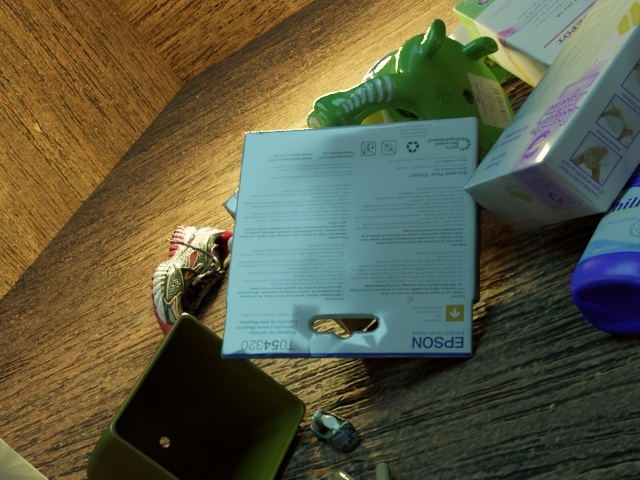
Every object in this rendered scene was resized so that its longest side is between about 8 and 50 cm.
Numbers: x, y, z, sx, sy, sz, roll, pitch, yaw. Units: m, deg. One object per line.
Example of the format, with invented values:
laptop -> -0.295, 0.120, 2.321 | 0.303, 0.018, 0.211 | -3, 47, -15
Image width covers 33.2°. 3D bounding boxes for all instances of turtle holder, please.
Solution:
turtle holder -> 0.147, -0.164, 1.590 | 0.227, 0.243, 0.320 | -30, 7, 38

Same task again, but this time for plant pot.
plant pot -> -0.181, 0.266, 1.403 | 0.187, 0.212, 0.212 | -42, 14, 43

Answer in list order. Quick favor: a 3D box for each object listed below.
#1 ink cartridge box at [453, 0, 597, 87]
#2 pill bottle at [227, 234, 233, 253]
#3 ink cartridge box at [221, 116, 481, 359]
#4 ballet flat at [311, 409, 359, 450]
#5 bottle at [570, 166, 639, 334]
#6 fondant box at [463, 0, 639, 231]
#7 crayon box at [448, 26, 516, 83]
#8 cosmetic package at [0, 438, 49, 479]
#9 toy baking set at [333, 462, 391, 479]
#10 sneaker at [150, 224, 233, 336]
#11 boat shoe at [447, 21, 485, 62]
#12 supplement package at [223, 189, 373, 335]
ink cartridge box -> 0.386, -0.325, 1.618 | 0.207, 0.119, 0.353 | -41, 38, 1
pill bottle -> -0.076, -0.026, 1.954 | 0.184, 0.103, 0.103 | -50, 21, -23
ink cartridge box -> 0.045, 0.004, 1.397 | 0.324, 0.071, 0.330 | -1, 68, 15
ballet flat -> 0.011, 0.229, 1.336 | 0.041, 0.041, 0.114 | -46, 20, -14
bottle -> 0.364, -0.027, 1.137 | 0.118, 0.092, 0.283 | -11, 35, 49
fondant box -> 0.332, -0.174, 1.265 | 0.330, 0.096, 0.238 | -55, 8, -12
crayon box -> 0.333, -0.358, 1.928 | 0.278, 0.081, 0.165 | -20, 28, 45
cosmetic package -> -0.565, 0.483, 1.444 | 0.393, 0.327, 0.329 | -29, 23, 34
toy baking set -> 0.009, 0.342, 1.120 | 0.196, 0.030, 0.256 | -40, 19, 12
sneaker -> -0.248, 0.069, 2.070 | 0.112, 0.121, 0.299 | -2, 41, 13
boat shoe -> 0.237, -0.285, 1.862 | 0.258, 0.084, 0.095 | -51, 30, 27
supplement package -> 0.000, 0.000, 1.544 | 0.134, 0.139, 0.244 | -44, 54, -7
